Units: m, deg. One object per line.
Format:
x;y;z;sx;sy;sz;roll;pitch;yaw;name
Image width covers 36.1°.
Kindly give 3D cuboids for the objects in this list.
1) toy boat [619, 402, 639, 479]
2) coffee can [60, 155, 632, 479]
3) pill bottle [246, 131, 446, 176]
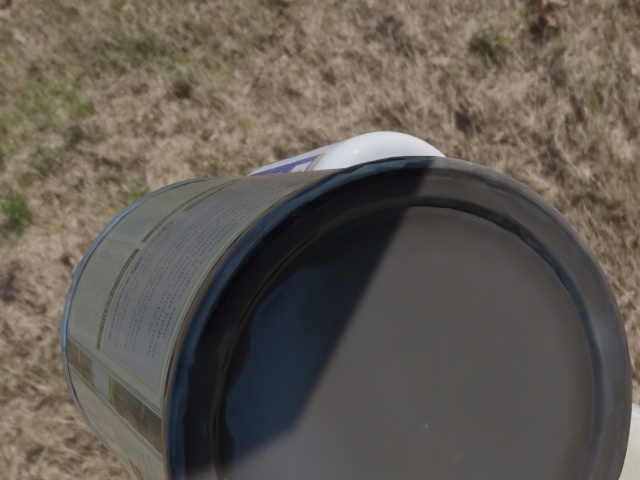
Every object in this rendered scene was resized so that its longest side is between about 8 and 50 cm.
0.180;0.275;0.863;0.267;0.148;0.318;18;68;17;toy boat
-0.012;0.062;0.502;0.201;0.201;0.275;-56;20;-11;coffee can
0.000;0.000;0.829;0.153;0.153;0.265;-62;21;-15;pill bottle
